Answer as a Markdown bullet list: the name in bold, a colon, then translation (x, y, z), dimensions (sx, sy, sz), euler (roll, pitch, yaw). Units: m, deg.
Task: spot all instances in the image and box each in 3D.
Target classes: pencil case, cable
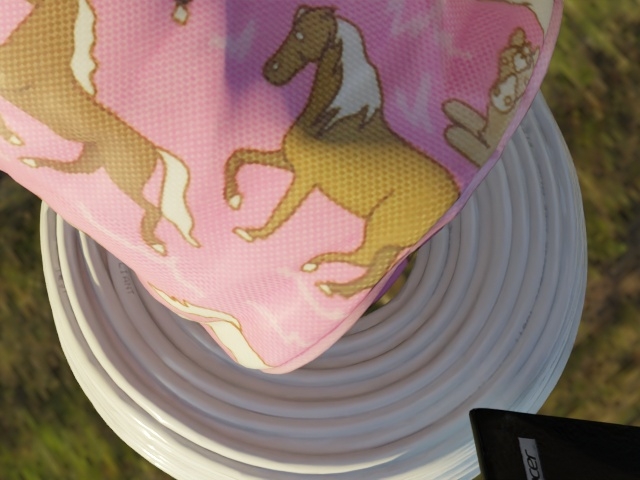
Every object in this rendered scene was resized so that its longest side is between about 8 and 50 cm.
- **pencil case**: translation (-0.113, -0.118, 0.518), dimensions (0.160, 0.386, 0.167), euler (-45, -165, 39)
- **cable**: translation (0.000, 0.000, 0.860), dimensions (0.257, 0.257, 0.089), euler (-39, 168, -12)

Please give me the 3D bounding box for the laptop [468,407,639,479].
- **laptop**: translation (0.169, 0.220, 0.814), dimensions (0.137, 0.234, 0.264), euler (-12, 145, 6)
